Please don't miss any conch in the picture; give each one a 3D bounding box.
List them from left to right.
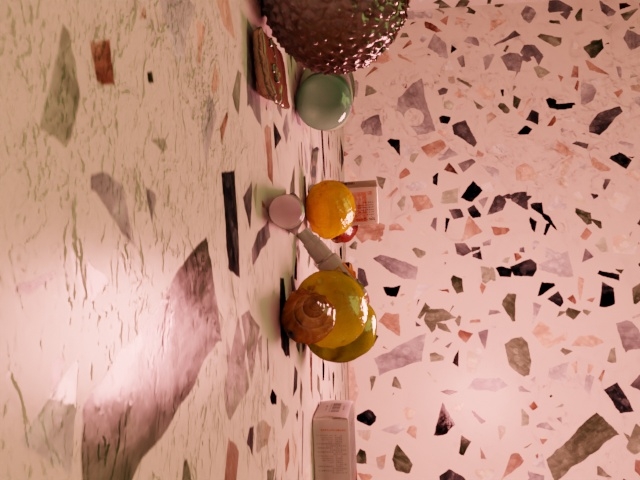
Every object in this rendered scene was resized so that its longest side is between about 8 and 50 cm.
[{"bbox_3d":[-0.040,0.170,1.302,0.093,0.109,0.330,-47,174,-27],"label":"conch"}]

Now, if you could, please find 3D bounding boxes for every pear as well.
[{"bbox_3d":[0.052,0.227,1.658,0.198,0.198,0.198,-2,90,-84],"label":"pear"}]

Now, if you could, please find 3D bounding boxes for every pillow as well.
[{"bbox_3d":[-0.089,-0.311,1.184,0.232,0.043,0.126,-53,137,-81],"label":"pillow"}]

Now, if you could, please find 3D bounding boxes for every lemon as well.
[{"bbox_3d":[0.021,0.155,1.474,0.206,0.173,0.173,60,25,-49],"label":"lemon"},{"bbox_3d":[0.027,-0.082,1.792,0.142,0.142,0.187,-84,176,-57],"label":"lemon"}]

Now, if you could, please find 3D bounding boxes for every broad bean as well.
[{"bbox_3d":[0.069,-0.103,2.343,0.156,0.122,0.228,2,79,-59],"label":"broad bean"}]

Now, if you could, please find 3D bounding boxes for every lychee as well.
[{"bbox_3d":[0.017,-0.451,1.204,0.300,0.300,0.300,-2,90,-84],"label":"lychee"}]

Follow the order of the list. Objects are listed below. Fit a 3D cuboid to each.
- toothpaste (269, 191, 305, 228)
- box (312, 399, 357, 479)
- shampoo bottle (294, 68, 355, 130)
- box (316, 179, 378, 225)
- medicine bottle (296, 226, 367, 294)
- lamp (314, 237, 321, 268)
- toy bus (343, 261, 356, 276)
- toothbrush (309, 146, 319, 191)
[{"bbox_3d":[-0.060,-0.057,1.302,0.323,0.066,0.100,-57,144,-88],"label":"toothpaste"},{"bbox_3d":[0.045,0.625,1.835,0.200,0.106,0.299,1,85,-83],"label":"box"},{"bbox_3d":[0.016,-0.397,1.760,0.349,0.151,0.221,-76,165,-68],"label":"shampoo bottle"},{"bbox_3d":[0.086,-0.119,2.085,0.058,0.201,0.141,-91,177,-62],"label":"box"},{"bbox_3d":[0.024,0.062,1.597,0.220,0.061,0.092,51,-7,0],"label":"medicine bottle"},{"bbox_3d":[0.000,0.000,1.930,0.056,0.050,0.198,-87,172,-57],"label":"lamp"},{"bbox_3d":[0.065,0.167,2.190,0.098,0.114,0.201,83,7,-45],"label":"toy bus"},{"bbox_3d":[-0.019,-0.217,1.979,0.269,0.021,0.027,-86,177,-51],"label":"toothbrush"}]
